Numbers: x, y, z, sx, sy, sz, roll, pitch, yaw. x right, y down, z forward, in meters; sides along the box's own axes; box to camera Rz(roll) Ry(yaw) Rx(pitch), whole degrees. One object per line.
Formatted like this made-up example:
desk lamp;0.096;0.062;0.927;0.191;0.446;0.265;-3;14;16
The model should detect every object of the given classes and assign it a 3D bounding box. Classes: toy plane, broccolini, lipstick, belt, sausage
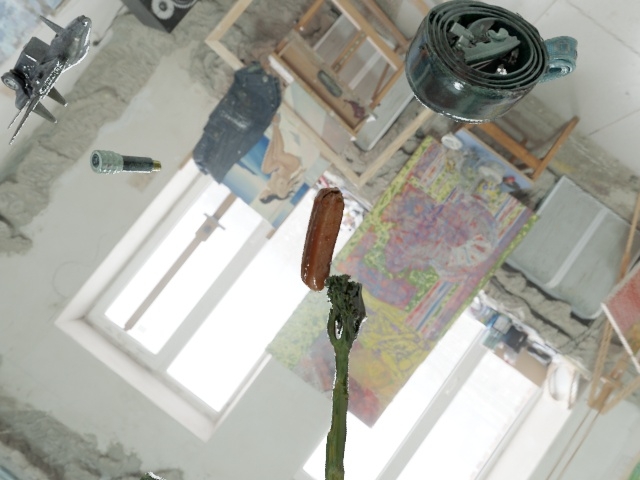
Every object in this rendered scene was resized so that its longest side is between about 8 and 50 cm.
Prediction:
toy plane;-0.418;-0.275;0.699;0.088;0.212;0.267;28;148;-30
broccolini;0.017;0.152;0.525;0.071;0.254;0.057;18;143;-9
lipstick;-0.300;-0.122;0.725;0.037;0.037;0.116;34;-156;30
belt;0.450;-0.398;1.089;0.087;0.072;0.302;8;173;-38
sausage;0.000;0.000;1.330;0.102;0.330;0.102;10;-158;-4
belt;0.277;-0.313;0.802;0.206;0.268;0.116;68;158;17

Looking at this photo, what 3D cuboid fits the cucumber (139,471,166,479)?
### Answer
cucumber;-0.100;0.291;0.443;0.187;0.058;0.058;20;170;12
